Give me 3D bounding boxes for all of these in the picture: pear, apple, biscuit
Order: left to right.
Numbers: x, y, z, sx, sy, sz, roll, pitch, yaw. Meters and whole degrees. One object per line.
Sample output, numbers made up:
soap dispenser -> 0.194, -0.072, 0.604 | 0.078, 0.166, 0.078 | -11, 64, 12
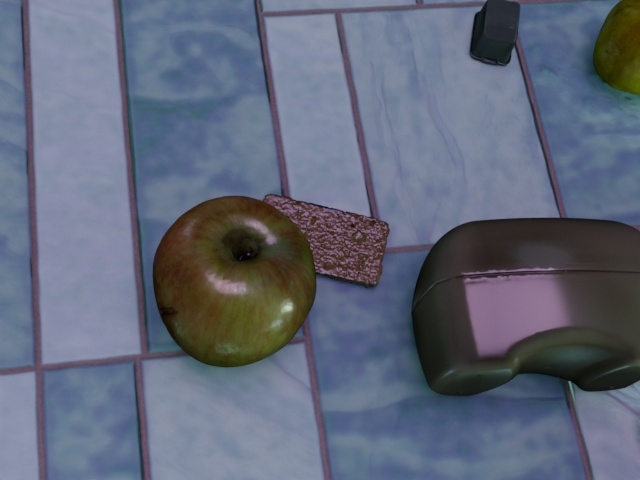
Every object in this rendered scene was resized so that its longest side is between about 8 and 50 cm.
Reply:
apple -> -0.137, 0.071, 1.432 | 0.265, 0.264, 0.264 | 3, 68, -7
biscuit -> 0.000, 0.000, 1.584 | 0.231, 0.025, 0.131 | 15, 68, -2
pear -> 0.622, -0.376, 1.736 | 0.200, 0.200, 0.199 | 3, 68, -7

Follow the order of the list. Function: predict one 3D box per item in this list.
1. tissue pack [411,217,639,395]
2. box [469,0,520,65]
tissue pack -> 0.346, 0.095, 1.459 | 0.387, 0.267, 0.276 | -2, 72, -7
box -> 0.343, -0.409, 1.774 | 0.084, 0.069, 0.122 | 12, 66, -5
